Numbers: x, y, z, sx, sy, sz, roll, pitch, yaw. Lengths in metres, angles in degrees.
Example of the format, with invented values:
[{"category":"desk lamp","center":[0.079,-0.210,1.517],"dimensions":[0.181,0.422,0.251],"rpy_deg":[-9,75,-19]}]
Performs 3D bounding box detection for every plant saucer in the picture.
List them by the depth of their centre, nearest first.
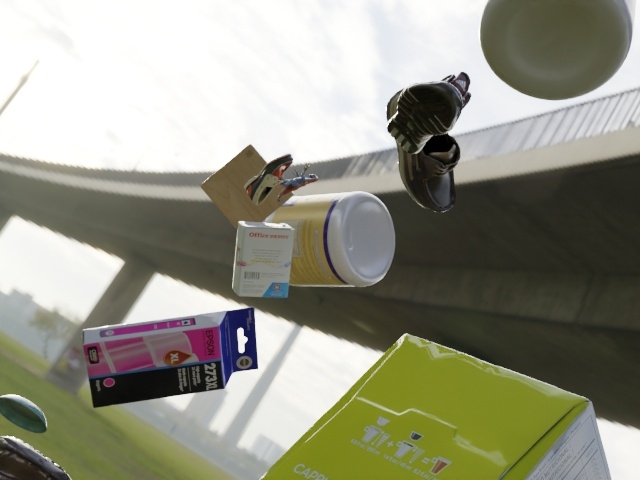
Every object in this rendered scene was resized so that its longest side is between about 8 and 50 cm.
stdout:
[{"category":"plant saucer","center":[-0.594,0.342,1.852],"dimensions":[0.119,0.021,0.119],"rpy_deg":[17,-38,14]}]

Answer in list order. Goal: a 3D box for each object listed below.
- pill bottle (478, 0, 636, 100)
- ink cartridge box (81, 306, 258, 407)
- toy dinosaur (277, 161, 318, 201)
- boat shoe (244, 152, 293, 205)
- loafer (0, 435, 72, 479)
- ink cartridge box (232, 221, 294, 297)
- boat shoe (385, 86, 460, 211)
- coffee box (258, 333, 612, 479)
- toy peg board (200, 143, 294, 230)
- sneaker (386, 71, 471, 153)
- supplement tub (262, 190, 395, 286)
[{"category":"pill bottle","center":[0.330,-0.351,1.251],"dimensions":[0.188,0.334,0.187],"rpy_deg":[11,-47,12]},{"category":"ink cartridge box","center":[-0.317,0.252,2.006],"dimensions":[0.069,0.371,0.175],"rpy_deg":[-117,-158,-57]},{"category":"toy dinosaur","center":[-0.045,-0.116,1.863],"dimensions":[0.082,0.090,0.047],"rpy_deg":[11,1,-22]},{"category":"boat shoe","center":[-0.091,-0.114,1.717],"dimensions":[0.137,0.049,0.043],"rpy_deg":[-38,-108,41]},{"category":"loafer","center":[-0.432,0.382,1.198],"dimensions":[0.134,0.130,0.366],"rpy_deg":[35,-50,-6]},{"category":"ink cartridge box","center":[-0.098,0.031,1.584],"dimensions":[0.089,0.122,0.052],"rpy_deg":[3,13,-18]},{"category":"boat shoe","center":[0.270,-0.209,2.298],"dimensions":[0.130,0.132,0.355],"rpy_deg":[21,-34,49]},{"category":"coffee box","center":[0.179,0.392,1.301],"dimensions":[0.338,0.338,0.334],"rpy_deg":[16,-43,47]},{"category":"toy peg board","center":[-0.173,-0.126,2.234],"dimensions":[0.161,0.161,0.079],"rpy_deg":[49,9,-8]},{"category":"sneaker","center":[0.221,-0.262,1.667],"dimensions":[0.106,0.162,0.281],"rpy_deg":[49,-14,-3]},{"category":"supplement tub","center":[0.000,0.000,2.407],"dimensions":[0.331,0.241,0.241],"rpy_deg":[-2,-34,42]}]
